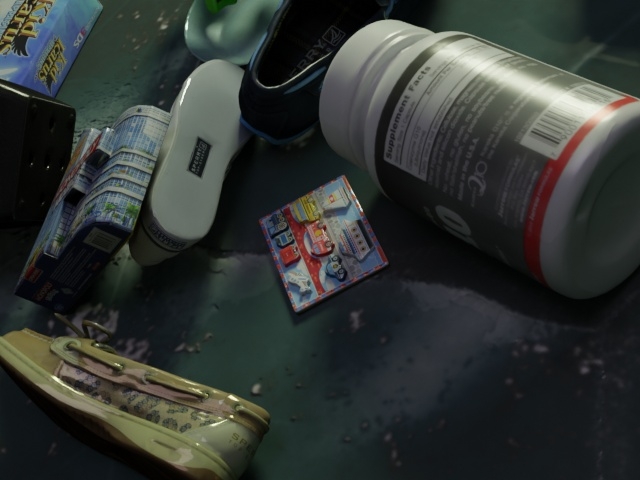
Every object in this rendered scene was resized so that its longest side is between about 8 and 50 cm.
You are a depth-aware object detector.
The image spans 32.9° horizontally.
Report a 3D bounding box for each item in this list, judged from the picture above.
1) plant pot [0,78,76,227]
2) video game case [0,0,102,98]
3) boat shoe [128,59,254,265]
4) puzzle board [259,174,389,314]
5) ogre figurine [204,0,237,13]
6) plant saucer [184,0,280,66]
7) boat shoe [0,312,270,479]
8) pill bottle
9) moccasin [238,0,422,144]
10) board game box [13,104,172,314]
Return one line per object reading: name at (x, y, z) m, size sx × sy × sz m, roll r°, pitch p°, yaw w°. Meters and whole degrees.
plant pot at (-0.364, -0.093, 1.148) m, size 0.166 × 0.188 × 0.188 m, roll 9°, pitch 91°, yaw 8°
video game case at (-0.436, -0.213, 1.381) m, size 0.244 × 0.061 × 0.270 m, roll 2°, pitch 56°, yaw 28°
boat shoe at (-0.137, -0.084, 1.106) m, size 0.084 × 0.095 × 0.258 m, roll -36°, pitch 23°, yaw 43°
puzzle board at (0.000, 0.000, 1.023) m, size 0.096 × 0.011 × 0.128 m, roll -29°, pitch 48°, yaw 5°
ogre figurine at (-0.103, -0.320, 1.222) m, size 0.197 × 0.097 × 0.118 m, roll 17°, pitch 45°, yaw 19°
plant saucer at (-0.061, -0.260, 1.237) m, size 0.194 × 0.037 × 0.195 m, roll -14°, pitch 51°, yaw 18°
boat shoe at (-0.172, 0.138, 0.953) m, size 0.285 × 0.105 × 0.089 m, roll 23°, pitch 63°, yaw 27°
pill bottle at (0.140, -0.080, 0.910) m, size 0.161 × 0.161 × 0.283 m, roll -47°, pitch 48°, yaw -12°
moccasin at (0.038, -0.249, 1.106) m, size 0.137 × 0.117 × 0.342 m, roll 26°, pitch 75°, yaw 6°
board game box at (-0.221, -0.053, 1.080) m, size 0.194 × 0.060 × 0.194 m, roll -41°, pitch 30°, yaw 48°
